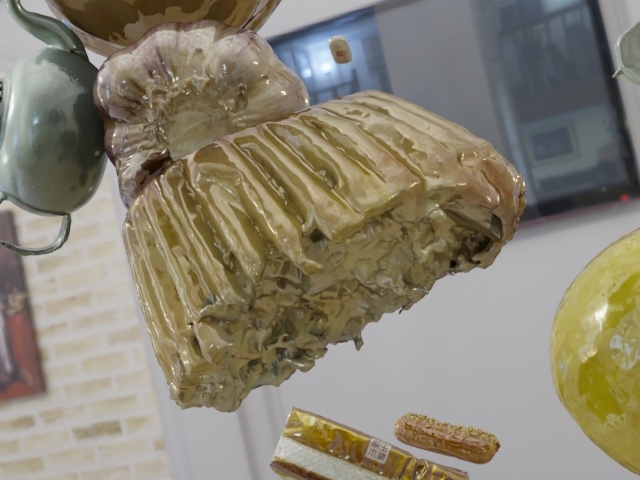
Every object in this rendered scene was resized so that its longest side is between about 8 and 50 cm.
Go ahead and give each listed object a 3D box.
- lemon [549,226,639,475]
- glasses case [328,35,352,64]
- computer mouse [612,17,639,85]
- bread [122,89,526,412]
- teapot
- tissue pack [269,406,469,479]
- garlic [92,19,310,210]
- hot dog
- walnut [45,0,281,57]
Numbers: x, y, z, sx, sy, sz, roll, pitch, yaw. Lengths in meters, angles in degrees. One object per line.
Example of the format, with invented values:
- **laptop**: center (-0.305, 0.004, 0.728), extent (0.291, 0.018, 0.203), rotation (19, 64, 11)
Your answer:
- **lemon**: center (0.453, 0.132, 1.139), extent (0.347, 0.348, 0.348), rotation (-13, -3, -1)
- **glasses case**: center (0.034, -0.322, 1.574), extent (0.032, 0.021, 0.083), rotation (-11, -18, 8)
- **computer mouse**: center (0.467, -0.275, 1.239), extent (0.056, 0.089, 0.181), rotation (6, -41, -46)
- **bread**: center (0.000, 0.000, 0.631), extent (0.274, 0.149, 0.274), rotation (-28, -12, -7)
- **teapot**: center (-0.318, -0.125, 1.067), extent (0.129, 0.295, 0.193), rotation (8, 10, -27)
- **tissue pack**: center (0.060, 0.286, 1.111), extent (0.226, 0.092, 0.183), rotation (18, -15, 9)
- **garlic**: center (-0.125, -0.121, 1.009), extent (0.244, 0.245, 0.160), rotation (-13, 10, 3)
- **hot dog**: center (0.195, 0.304, 1.429), extent (0.165, 0.045, 0.071), rotation (10, 4, 21)
- **walnut**: center (-0.202, -0.401, 1.153), extent (0.383, 0.384, 0.383), rotation (-13, -3, -1)
